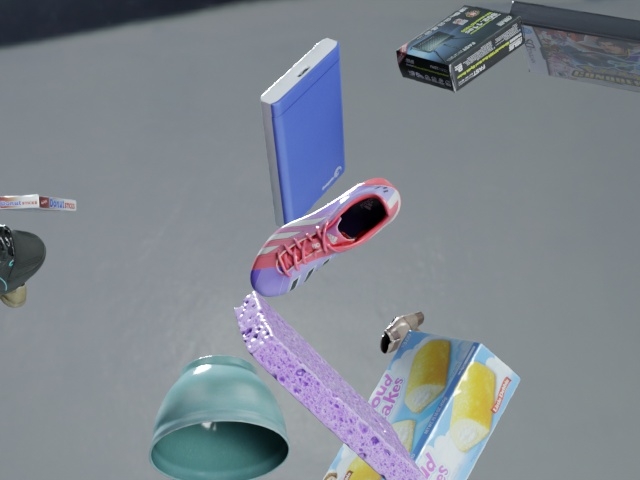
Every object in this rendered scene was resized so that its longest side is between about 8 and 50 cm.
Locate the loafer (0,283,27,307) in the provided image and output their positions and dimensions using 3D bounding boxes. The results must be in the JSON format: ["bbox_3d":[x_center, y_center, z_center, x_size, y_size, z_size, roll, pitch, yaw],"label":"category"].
[{"bbox_3d":[-0.537,0.045,1.585,0.050,0.148,0.056,-48,-5,34],"label":"loafer"}]

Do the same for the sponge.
[{"bbox_3d":[0.007,0.142,0.882,0.031,0.210,0.117,-43,19,2],"label":"sponge"}]

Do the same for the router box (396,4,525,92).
[{"bbox_3d":[0.163,-0.226,1.111,0.122,0.038,0.092,-37,39,-22],"label":"router box"}]

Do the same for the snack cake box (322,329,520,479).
[{"bbox_3d":[0.119,0.252,1.206,0.089,0.264,0.152,41,-19,-27],"label":"snack cake box"}]

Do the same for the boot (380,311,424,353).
[{"bbox_3d":[0.144,0.176,1.683,0.087,0.118,0.042,-28,45,-25],"label":"boot"}]

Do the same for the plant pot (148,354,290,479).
[{"bbox_3d":[-0.215,0.370,2.035,0.293,0.196,0.293,-3,-39,-3],"label":"plant pot"}]

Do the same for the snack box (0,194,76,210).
[{"bbox_3d":[-0.454,-0.058,1.540,0.064,0.022,0.178,-2,0,4],"label":"snack box"}]

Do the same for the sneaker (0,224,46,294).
[{"bbox_3d":[-0.466,0.018,1.299,0.106,0.101,0.267,-28,-11,28],"label":"sneaker"}]

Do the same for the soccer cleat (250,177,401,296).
[{"bbox_3d":[0.000,0.000,1.284,0.248,0.083,0.095,-33,7,14],"label":"soccer cleat"}]

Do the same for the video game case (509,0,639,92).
[{"bbox_3d":[0.457,-0.303,1.541,0.275,0.035,0.248,16,-5,22],"label":"video game case"}]

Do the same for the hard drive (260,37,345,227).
[{"bbox_3d":[-0.026,-0.198,1.824,0.040,0.210,0.318,25,-36,24],"label":"hard drive"}]
